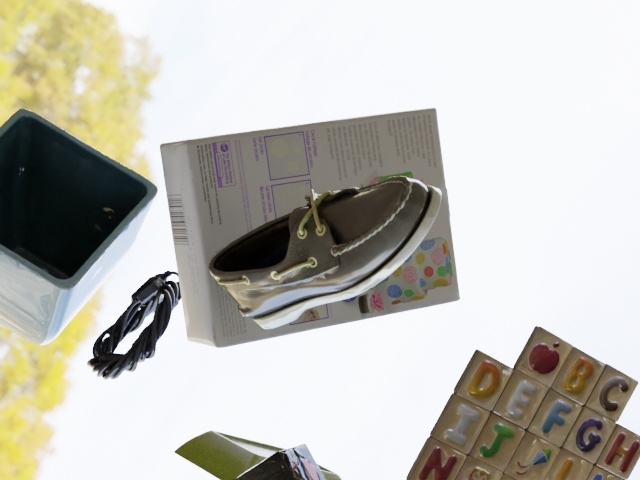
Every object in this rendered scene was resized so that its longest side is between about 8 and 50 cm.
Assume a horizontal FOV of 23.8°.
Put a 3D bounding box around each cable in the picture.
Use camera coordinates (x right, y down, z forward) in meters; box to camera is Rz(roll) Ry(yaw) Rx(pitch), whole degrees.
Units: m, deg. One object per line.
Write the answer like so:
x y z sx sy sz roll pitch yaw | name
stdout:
-0.253 0.130 2.078 0.184 0.047 0.150 -40 -152 24 | cable

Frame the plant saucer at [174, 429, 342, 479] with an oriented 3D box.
-0.067 0.295 1.963 0.188 0.188 0.045 15 -93 58 | plant saucer

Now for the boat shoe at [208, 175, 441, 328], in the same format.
-0.001 0.003 1.554 0.305 0.091 0.109 -29 -150 46 | boat shoe

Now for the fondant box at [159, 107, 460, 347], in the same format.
-0.008 -0.020 1.795 0.096 0.330 0.238 1 -80 65 | fondant box

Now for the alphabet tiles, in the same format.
0.236 0.283 1.793 0.342 0.285 0.011 -61 -153 -1 | alphabet tiles

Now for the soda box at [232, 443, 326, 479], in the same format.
-0.073 0.239 1.290 0.169 0.060 0.053 -35 166 21 | soda box

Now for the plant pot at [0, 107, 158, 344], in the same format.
-0.424 0.011 2.254 0.247 0.248 0.252 -53 170 -41 | plant pot
